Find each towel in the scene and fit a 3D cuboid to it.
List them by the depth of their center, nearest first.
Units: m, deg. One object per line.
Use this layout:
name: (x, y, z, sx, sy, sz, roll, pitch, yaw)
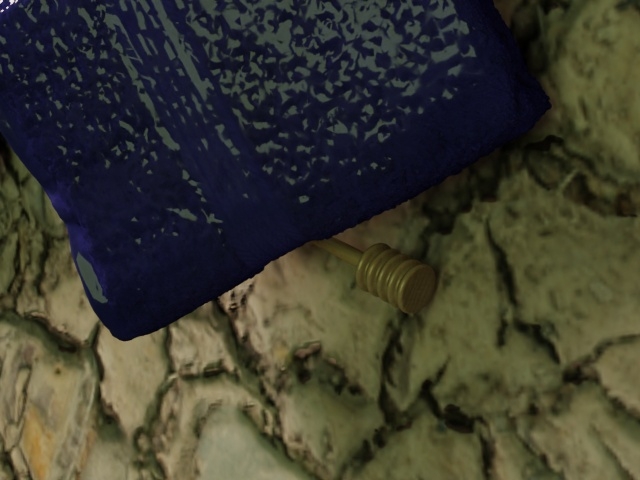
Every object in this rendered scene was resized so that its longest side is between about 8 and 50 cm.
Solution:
towel: (-0.047, -0.100, 0.863, 0.308, 0.076, 0.228, -27, 92, 28)

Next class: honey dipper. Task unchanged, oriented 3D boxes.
honey dipper: (0.000, 0.000, 0.892, 0.160, 0.030, 0.030, 27, 108, 40)
